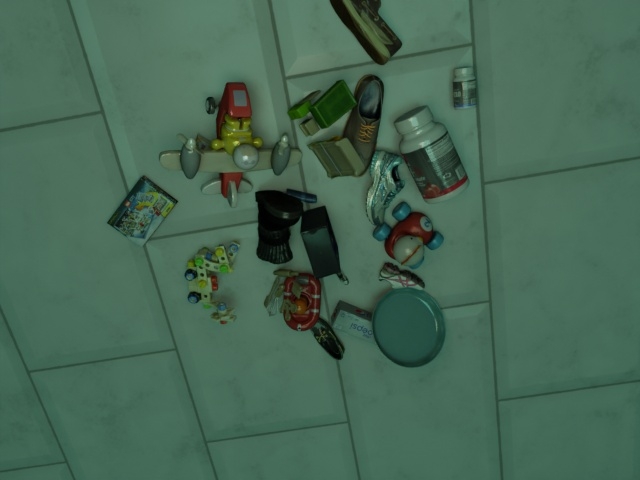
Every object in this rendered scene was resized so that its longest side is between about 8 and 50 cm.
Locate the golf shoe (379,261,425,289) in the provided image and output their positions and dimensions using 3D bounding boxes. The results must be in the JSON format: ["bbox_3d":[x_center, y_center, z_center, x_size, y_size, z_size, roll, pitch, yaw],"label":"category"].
[{"bbox_3d":[0.324,0.158,1.979,0.186,0.067,0.086,25,112,1],"label":"golf shoe"}]

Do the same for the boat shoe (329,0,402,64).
[{"bbox_3d":[0.146,-0.752,1.636,0.123,0.123,0.342,-42,105,-1],"label":"boat shoe"}]

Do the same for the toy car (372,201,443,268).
[{"bbox_3d":[0.337,0.011,1.833,0.219,0.238,0.210,40,105,-13],"label":"toy car"}]

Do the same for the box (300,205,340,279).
[{"bbox_3d":[0.000,0.000,1.816,0.103,0.261,0.184,-18,109,6],"label":"box"}]

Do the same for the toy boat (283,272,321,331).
[{"bbox_3d":[-0.077,0.249,1.950,0.151,0.151,0.231,3,103,5],"label":"toy boat"}]

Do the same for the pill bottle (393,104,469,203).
[{"bbox_3d":[0.385,-0.304,1.754,0.176,0.176,0.318,-27,107,9],"label":"pill bottle"}]

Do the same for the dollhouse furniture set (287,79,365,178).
[{"bbox_3d":[0.054,-0.379,1.746,0.151,0.197,0.301,-46,117,-21],"label":"dollhouse furniture set"}]

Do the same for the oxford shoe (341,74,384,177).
[{"bbox_3d":[0.147,-0.393,1.745,0.130,0.133,0.363,5,110,-2],"label":"oxford shoe"}]

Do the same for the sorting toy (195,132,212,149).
[{"bbox_3d":[-0.430,-0.337,1.820,0.083,0.045,0.075,29,126,-10],"label":"sorting toy"}]

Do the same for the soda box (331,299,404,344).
[{"bbox_3d":[0.189,0.350,2.026,0.286,0.098,0.091,23,106,-9],"label":"soda box"}]

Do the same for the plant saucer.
[{"bbox_3d":[0.347,0.345,1.978,0.318,0.044,0.317,4,75,-14],"label":"plant saucer"}]

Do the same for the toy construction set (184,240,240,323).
[{"bbox_3d":[-0.417,0.163,1.944,0.215,0.151,0.327,-1,99,0],"label":"toy construction set"}]

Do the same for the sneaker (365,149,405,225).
[{"bbox_3d":[0.239,-0.183,1.813,0.122,0.110,0.283,11,112,22],"label":"sneaker"}]

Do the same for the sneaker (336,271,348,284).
[{"bbox_3d":[0.084,0.150,1.988,0.032,0.037,0.083,-36,107,10],"label":"sneaker"}]

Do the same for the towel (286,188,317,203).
[{"bbox_3d":[-0.072,-0.164,1.861,0.119,0.067,0.029,13,107,-5],"label":"towel"}]

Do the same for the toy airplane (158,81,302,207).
[{"bbox_3d":[-0.293,-0.287,1.705,0.386,0.272,0.384,-45,127,-3],"label":"toy airplane"}]

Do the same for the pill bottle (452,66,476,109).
[{"bbox_3d":[0.500,-0.530,1.726,0.078,0.078,0.137,-8,109,3],"label":"pill bottle"}]

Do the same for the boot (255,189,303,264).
[{"bbox_3d":[-0.148,-0.030,1.776,0.131,0.348,0.260,-4,105,-17],"label":"boot"}]

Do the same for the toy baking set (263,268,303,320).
[{"bbox_3d":[-0.156,0.206,1.938,0.030,0.256,0.196,11,86,-37],"label":"toy baking set"}]

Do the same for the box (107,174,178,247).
[{"bbox_3d":[-0.678,-0.108,1.892,0.159,0.044,0.233,39,105,-13],"label":"box"}]

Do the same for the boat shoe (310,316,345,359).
[{"bbox_3d":[0.023,0.401,2.060,0.081,0.068,0.228,-37,106,13],"label":"boat shoe"}]
